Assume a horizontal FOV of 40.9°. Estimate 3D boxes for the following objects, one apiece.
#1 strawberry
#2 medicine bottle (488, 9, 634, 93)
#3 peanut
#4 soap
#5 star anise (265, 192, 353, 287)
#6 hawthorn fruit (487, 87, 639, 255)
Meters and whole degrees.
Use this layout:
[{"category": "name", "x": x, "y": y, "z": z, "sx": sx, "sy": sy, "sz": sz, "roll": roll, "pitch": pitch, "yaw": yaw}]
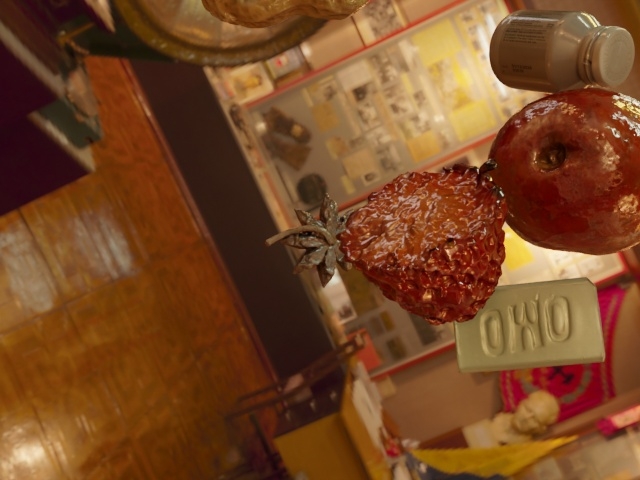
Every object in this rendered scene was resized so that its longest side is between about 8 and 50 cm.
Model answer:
[{"category": "strawberry", "x": 0.152, "y": 0.017, "z": 1.132, "sx": 0.234, "sy": 0.234, "sz": 0.178, "roll": -102, "pitch": 169, "yaw": -58}, {"category": "medicine bottle", "x": 0.395, "y": -0.306, "z": 1.404, "sx": 0.215, "sy": 0.135, "sz": 0.135, "roll": 22, "pitch": -32, "yaw": 50}, {"category": "peanut", "x": -0.063, "y": -0.458, "z": 1.556, "sx": 0.140, "sy": 0.325, "sz": 0.153, "roll": 75, "pitch": 26, "yaw": -49}, {"category": "soap", "x": 0.287, "y": 0.119, "z": 1.203, "sx": 0.066, "sy": 0.198, "sz": 0.119, "roll": 20, "pitch": 64, "yaw": -78}, {"category": "star anise", "x": 0.000, "y": 0.001, "z": 2.062, "sx": 0.081, "sy": 0.262, "sz": 0.230, "roll": 16, "pitch": -78, "yaw": 63}, {"category": "hawthorn fruit", "x": 0.389, "y": -0.098, "z": 1.284, "sx": 0.284, "sy": 0.284, "sz": 0.284, "roll": -24, "pitch": 90, "yaw": -83}]
